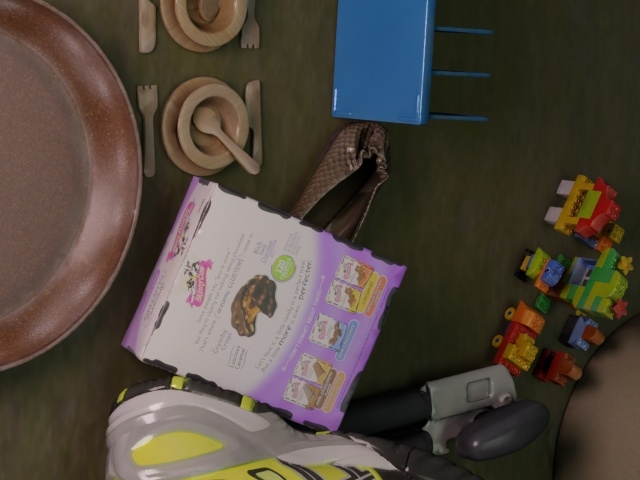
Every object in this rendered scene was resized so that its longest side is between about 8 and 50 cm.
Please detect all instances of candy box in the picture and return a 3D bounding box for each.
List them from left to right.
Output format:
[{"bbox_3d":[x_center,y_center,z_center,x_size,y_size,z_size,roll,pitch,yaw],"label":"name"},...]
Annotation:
[{"bbox_3d":[-0.049,0.057,1.719,0.196,0.070,0.165,24,89,-22],"label":"candy box"}]

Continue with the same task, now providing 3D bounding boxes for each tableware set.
[{"bbox_3d":[-0.095,-0.151,1.714,0.128,0.039,0.194,-7,101,-37],"label":"tableware set"}]

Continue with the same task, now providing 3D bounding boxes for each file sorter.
[{"bbox_3d":[0.090,-0.193,1.806,0.104,0.118,0.170,-2,98,-42],"label":"file sorter"}]

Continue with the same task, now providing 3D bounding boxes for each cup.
[{"bbox_3d":[0.442,0.244,2.064,0.331,0.237,0.331,-6,99,-37],"label":"cup"}]

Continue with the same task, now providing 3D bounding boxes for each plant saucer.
[{"bbox_3d":[-0.285,-0.048,1.576,0.311,0.050,0.310,-6,100,-38],"label":"plant saucer"}]

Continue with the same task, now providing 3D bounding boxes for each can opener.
[{"bbox_3d":[0.093,0.180,1.871,0.283,0.095,0.076,-11,103,-36],"label":"can opener"}]

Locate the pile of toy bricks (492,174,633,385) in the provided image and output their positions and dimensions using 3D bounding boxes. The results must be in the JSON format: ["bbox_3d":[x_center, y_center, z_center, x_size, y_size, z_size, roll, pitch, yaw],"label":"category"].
[{"bbox_3d":[0.266,0.051,1.982,0.118,0.105,0.212,34,76,-36],"label":"pile of toy bricks"}]

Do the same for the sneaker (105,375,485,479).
[{"bbox_3d":[-0.008,0.244,1.705,0.385,0.145,0.147,16,57,-12],"label":"sneaker"}]

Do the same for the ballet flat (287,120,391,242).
[{"bbox_3d":[0.000,0.000,1.797,0.084,0.058,0.250,40,72,-34],"label":"ballet flat"}]
